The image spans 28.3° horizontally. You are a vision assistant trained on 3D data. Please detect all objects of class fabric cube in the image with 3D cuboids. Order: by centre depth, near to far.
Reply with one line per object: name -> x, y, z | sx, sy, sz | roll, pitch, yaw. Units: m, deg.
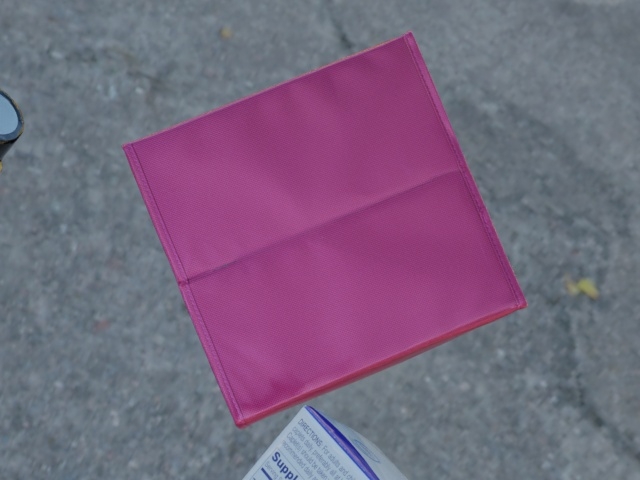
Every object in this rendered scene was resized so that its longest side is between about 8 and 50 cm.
fabric cube -> 0.000, 0.000, 1.139 | 0.258, 0.254, 0.259 | -22, 85, -4

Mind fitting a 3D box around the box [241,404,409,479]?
box -> 0.001, 0.179, 0.641 | 0.072, 0.137, 0.126 | 36, 5, -46

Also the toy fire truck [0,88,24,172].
toy fire truck -> -0.370, -0.104, 0.875 | 0.246, 0.158, 0.217 | -2, 58, -51
